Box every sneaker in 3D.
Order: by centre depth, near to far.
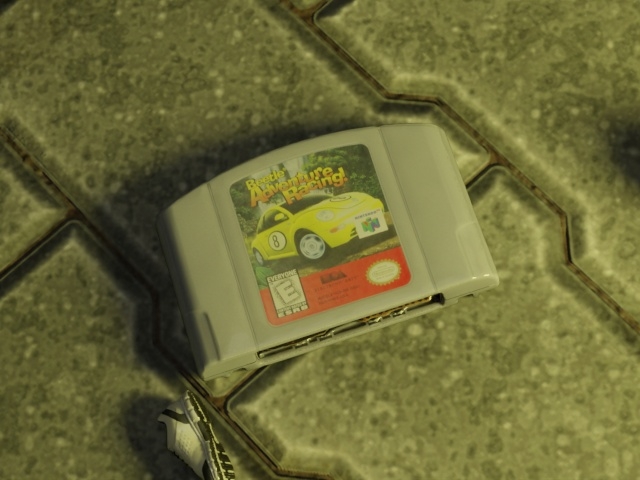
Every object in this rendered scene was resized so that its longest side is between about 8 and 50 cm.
[{"bbox_3d":[-0.113,0.193,1.755,0.043,0.040,0.109,-32,62,11],"label":"sneaker"}]

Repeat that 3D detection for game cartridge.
[{"bbox_3d":[0.000,0.000,1.813,0.294,0.060,0.196,-18,62,-1],"label":"game cartridge"}]
